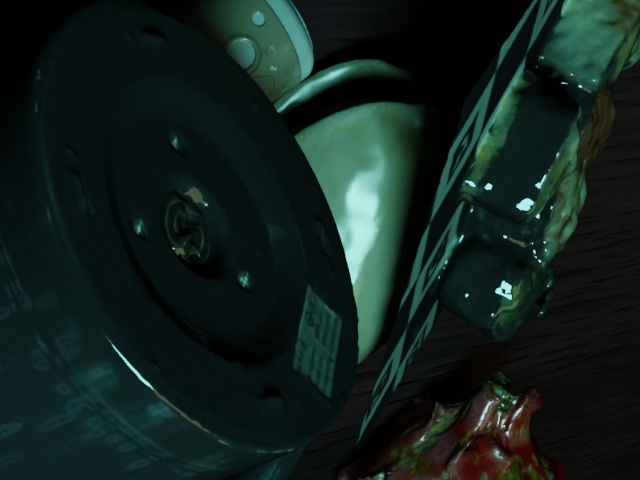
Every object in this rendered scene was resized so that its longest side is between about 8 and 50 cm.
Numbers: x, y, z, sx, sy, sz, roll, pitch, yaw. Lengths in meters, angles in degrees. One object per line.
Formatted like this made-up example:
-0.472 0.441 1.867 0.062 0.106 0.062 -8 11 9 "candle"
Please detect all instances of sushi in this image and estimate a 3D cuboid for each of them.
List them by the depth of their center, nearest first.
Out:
0.144 -0.050 1.055 0.339 0.069 0.320 -55 166 -42 "sushi"

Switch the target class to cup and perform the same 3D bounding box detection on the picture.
-0.067 -0.100 0.879 0.099 0.102 0.074 -35 -170 -16 "cup"

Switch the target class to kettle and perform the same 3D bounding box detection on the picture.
-0.137 0.066 0.806 0.290 0.207 0.268 -27 119 28 "kettle"

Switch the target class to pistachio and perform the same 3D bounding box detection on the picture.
0.000 0.000 1.036 0.152 0.126 0.223 22 114 -26 "pistachio"

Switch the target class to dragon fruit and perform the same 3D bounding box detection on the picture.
0.111 0.230 1.445 0.205 0.210 0.268 3 111 -33 "dragon fruit"
